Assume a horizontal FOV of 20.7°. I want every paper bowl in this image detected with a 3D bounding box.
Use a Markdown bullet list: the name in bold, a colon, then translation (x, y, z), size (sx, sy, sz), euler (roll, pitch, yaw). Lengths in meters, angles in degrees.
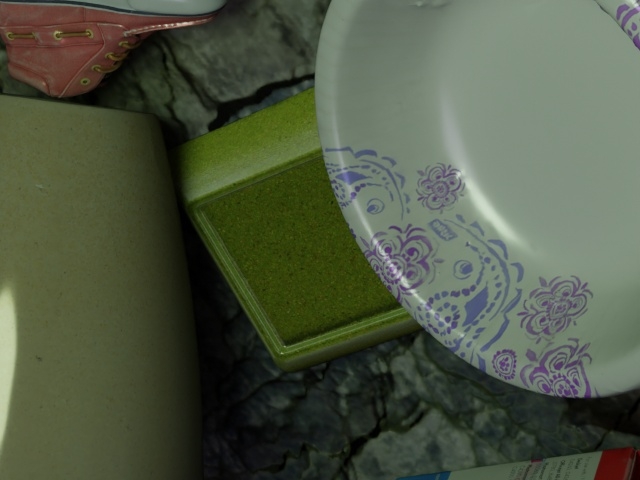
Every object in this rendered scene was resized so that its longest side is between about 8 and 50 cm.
- **paper bowl**: translation (0.144, -0.067, 0.983), size (0.284, 0.148, 0.284), euler (27, 131, 36)

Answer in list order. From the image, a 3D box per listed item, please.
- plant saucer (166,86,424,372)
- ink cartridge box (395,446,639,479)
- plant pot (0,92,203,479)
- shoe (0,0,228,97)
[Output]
- **plant saucer**: translation (0.000, 0.000, 1.171), size (0.188, 0.045, 0.188), euler (-21, 109, 29)
- **ink cartridge box**: translation (0.166, 0.225, 1.213), size (0.231, 0.078, 0.134), euler (-12, 113, 26)
- **plant pot**: translation (-0.188, 0.043, 1.155), size (0.256, 0.256, 0.274), euler (8, 94, 17)
- **shoe**: translation (-0.135, -0.138, 1.139), size (0.178, 0.063, 0.081), euler (6, 121, 24)
